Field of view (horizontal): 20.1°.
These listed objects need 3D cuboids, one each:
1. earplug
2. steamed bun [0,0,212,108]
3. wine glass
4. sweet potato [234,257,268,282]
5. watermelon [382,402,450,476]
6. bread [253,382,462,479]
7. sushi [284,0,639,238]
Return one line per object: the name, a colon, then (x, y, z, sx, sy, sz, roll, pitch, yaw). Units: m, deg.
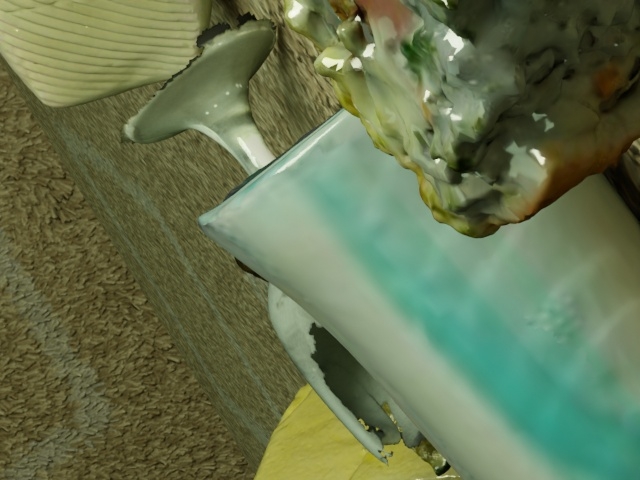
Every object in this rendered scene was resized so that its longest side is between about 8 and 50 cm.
earplug: (0.111, 0.059, 0.884, 0.324, 0.185, 0.185, 52, 170, -5)
steamed bun: (-0.173, -0.220, 1.335, 0.239, 0.170, 0.153, 77, 180, -56)
wine glass: (0.000, 0.000, 1.271, 0.321, 0.143, 0.143, 52, 169, 13)
sweet potato: (-0.051, 0.012, 1.744, 0.069, 0.059, 0.249, 44, 174, 0)
watermelon: (0.063, 0.086, 1.373, 0.181, 0.092, 0.075, 44, 180, 18)
bread: (0.102, 0.244, 1.563, 0.263, 0.236, 0.198, 64, -150, -32)
sushi: (0.035, -0.142, 0.669, 0.274, 0.139, 0.184, 54, 167, 15)
